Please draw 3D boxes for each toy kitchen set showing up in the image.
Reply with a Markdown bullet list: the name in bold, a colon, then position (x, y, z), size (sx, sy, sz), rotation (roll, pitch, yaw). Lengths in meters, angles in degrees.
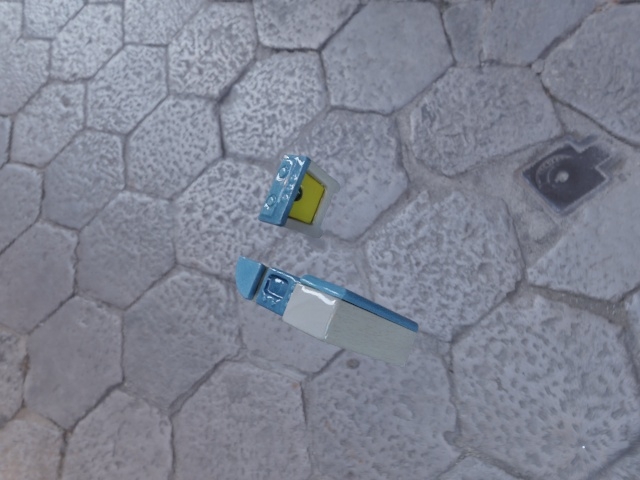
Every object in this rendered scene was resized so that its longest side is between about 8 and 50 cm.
- **toy kitchen set**: position (0.000, 0.000, 0.521), size (0.207, 0.122, 0.166), rotation (17, 82, 44)
